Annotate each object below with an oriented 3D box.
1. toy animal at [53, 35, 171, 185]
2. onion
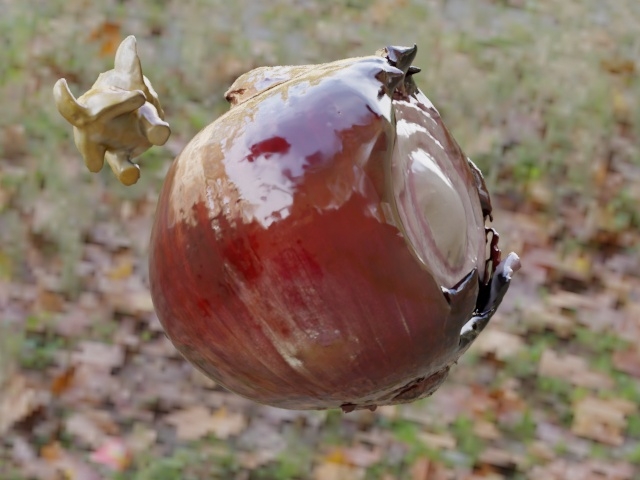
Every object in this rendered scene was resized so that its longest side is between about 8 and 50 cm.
[{"bbox_3d":[-0.109,-0.069,0.984,0.081,0.060,0.083,23,23,-31],"label":"toy animal"},{"bbox_3d":[0.005,0.006,1.693,0.341,0.341,0.341,10,19,-3],"label":"onion"}]
